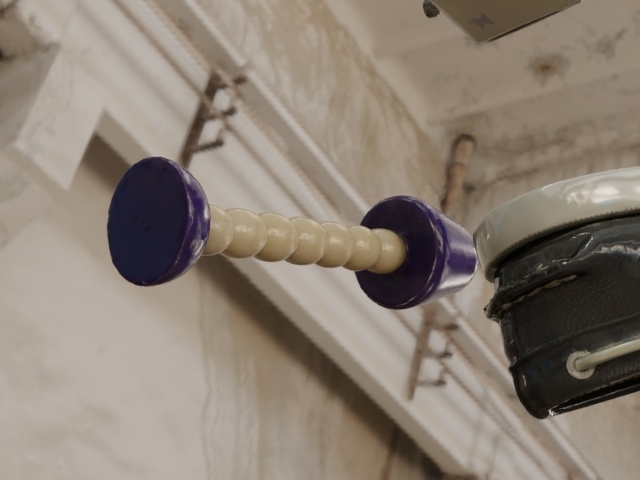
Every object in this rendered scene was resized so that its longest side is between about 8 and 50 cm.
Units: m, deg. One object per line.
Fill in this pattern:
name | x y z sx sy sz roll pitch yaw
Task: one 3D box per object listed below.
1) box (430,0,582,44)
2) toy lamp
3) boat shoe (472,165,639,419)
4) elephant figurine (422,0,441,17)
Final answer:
box | 0.138 -0.258 0.693 0.113 0.275 0.094 38 -26 -23
toy lamp | 0.000 0.000 0.718 0.080 0.080 0.275 -14 -16 40
boat shoe | 0.220 0.013 0.500 0.303 0.091 0.114 -11 -20 2
elephant figurine | 0.166 -0.476 1.740 0.169 0.239 0.186 44 -2 -26
